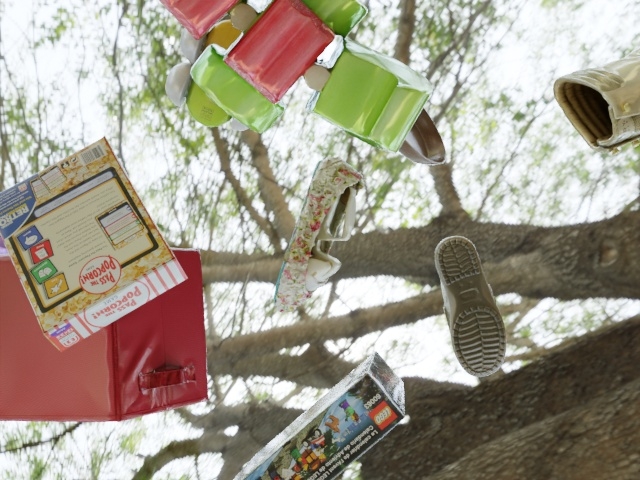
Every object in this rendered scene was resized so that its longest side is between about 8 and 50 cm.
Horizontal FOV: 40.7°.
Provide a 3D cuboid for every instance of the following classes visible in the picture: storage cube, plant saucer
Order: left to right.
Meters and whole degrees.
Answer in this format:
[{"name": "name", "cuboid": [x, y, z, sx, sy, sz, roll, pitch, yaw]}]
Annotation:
[{"name": "storage cube", "cuboid": [-0.260, 0.108, 1.031, 0.215, 0.183, 0.193, -6, -95, 25]}, {"name": "plant saucer", "cuboid": [0.115, -0.170, 1.220, 0.168, 0.029, 0.168, 38, -150, -27]}]

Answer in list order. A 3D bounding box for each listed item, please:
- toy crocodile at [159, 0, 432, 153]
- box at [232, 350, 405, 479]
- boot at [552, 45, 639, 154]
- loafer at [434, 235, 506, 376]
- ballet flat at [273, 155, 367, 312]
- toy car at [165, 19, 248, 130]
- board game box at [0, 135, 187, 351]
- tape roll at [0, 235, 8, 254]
[{"name": "toy crocodile", "cuboid": [-0.077, -0.172, 0.537, 0.340, 0.105, 0.115, 41, -78, -12]}, {"name": "box", "cuboid": [-0.002, 0.168, 0.732, 0.159, 0.233, 0.044, -40, -96, 2]}, {"name": "boot", "cuboid": [0.415, -0.141, 0.977, 0.203, 0.095, 0.262, -22, -130, -21]}, {"name": "loafer", "cuboid": [0.271, 0.113, 1.553, 0.101, 0.092, 0.269, -11, -78, 10]}, {"name": "ballet flat", "cuboid": [0.000, 0.000, 1.221, 0.077, 0.091, 0.241, 22, -79, 24]}, {"name": "toy car", "cuboid": [-0.158, -0.280, 1.434, 0.159, 0.182, 0.136, 21, -160, -3]}, {"name": "board game box", "cuboid": [-0.247, -0.002, 0.898, 0.146, 0.045, 0.193, -30, -122, -8]}, {"name": "tape roll", "cuboid": [-0.562, 0.049, 1.344, 0.274, 0.275, 0.090, 1, -128, -17]}]
